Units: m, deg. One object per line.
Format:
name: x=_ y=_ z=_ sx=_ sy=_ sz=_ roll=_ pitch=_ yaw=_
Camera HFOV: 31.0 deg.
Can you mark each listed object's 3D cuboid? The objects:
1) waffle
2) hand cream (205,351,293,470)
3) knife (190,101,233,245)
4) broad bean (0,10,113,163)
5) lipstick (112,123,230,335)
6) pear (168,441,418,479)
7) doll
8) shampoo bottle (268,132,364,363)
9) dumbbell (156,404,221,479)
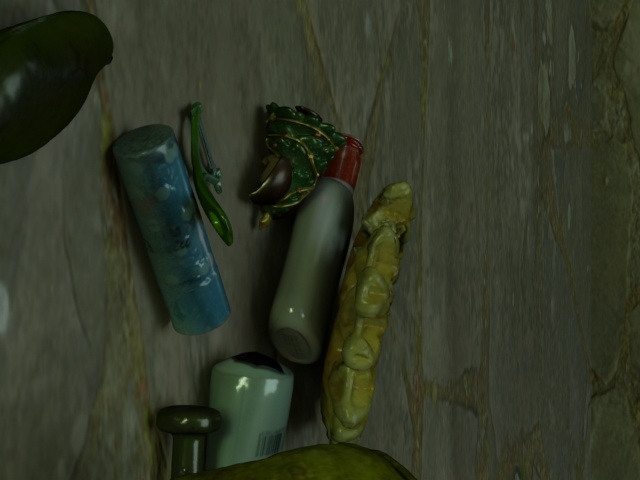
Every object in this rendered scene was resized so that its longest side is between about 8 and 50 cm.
waffle: x=0.039 y=0.072 z=1.077 sx=0.261 sy=0.056 sz=0.250 roll=107 pitch=-3 yaw=-83
hand cream: x=-0.067 y=0.252 z=0.954 sx=0.109 sy=0.067 sz=0.321 roll=-3 pitch=99 yaw=-68
knife: x=-0.083 y=-0.040 z=0.864 sx=0.166 sy=0.022 sz=0.078 roll=-108 pitch=178 yaw=-60
broad bean: x=-0.196 y=-0.066 z=0.621 sx=0.325 sy=0.067 sz=0.075 roll=-46 pitch=123 yaw=-60
lipstick: x=-0.108 y=-0.006 z=0.849 sx=0.048 sy=0.048 sz=0.158 roll=-58 pitch=141 yaw=-50
pear: x=-0.044 y=0.325 z=0.664 sx=0.352 sy=0.352 sz=0.413 roll=34 pitch=57 yaw=-62
doll: x=-0.017 y=-0.062 z=1.020 sx=0.078 sy=0.076 sz=0.113 roll=46 pitch=50 yaw=-70
shampoo bottle: x=0.000 y=0.000 z=1.083 sx=0.108 sy=0.051 sz=0.221 roll=74 pitch=27 yaw=-60
dumbbell: x=-0.102 y=0.184 z=0.873 sx=0.052 sy=0.046 sz=0.118 roll=12 pitch=80 yaw=-72
